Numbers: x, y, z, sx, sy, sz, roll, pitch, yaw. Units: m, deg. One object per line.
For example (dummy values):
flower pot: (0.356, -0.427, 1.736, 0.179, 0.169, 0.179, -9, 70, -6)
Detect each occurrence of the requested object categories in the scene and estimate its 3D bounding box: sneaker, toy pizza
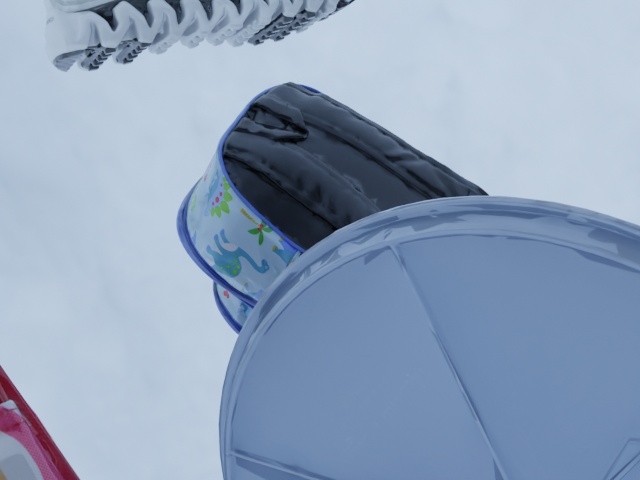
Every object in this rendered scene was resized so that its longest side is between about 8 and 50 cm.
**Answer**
sneaker: (-0.094, -0.218, 1.600, 0.292, 0.118, 0.110, -10, 173, -28)
toy pizza: (0.065, 0.075, 0.520, 0.032, 0.201, 0.201, -46, 154, -50)

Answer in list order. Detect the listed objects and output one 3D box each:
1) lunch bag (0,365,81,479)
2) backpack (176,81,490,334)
lunch bag: (-0.148, 0.191, 0.673, 0.120, 0.293, 0.258, -22, 163, -44)
backpack: (0.000, 0.000, 0.796, 0.114, 0.105, 0.084, 37, 129, 2)
